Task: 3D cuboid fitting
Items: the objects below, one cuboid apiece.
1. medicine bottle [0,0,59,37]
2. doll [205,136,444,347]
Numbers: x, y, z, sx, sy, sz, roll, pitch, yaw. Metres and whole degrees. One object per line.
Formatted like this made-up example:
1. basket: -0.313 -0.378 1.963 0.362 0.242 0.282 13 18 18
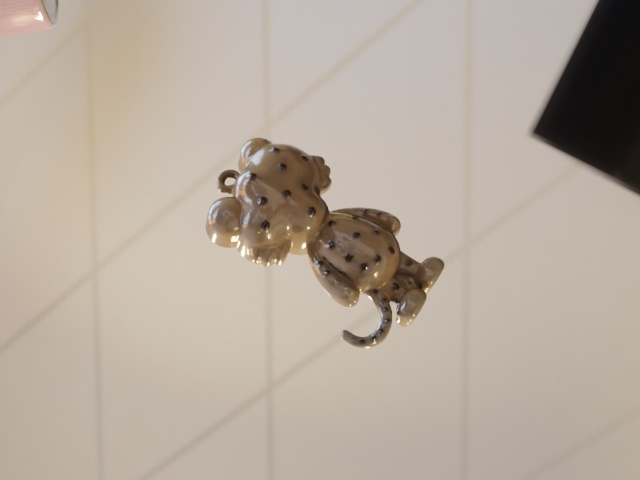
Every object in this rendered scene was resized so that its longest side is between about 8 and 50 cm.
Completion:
1. medicine bottle: -0.418 -0.281 1.383 0.301 0.241 0.241 -7 -157 -1
2. doll: 0.002 -0.001 1.641 0.278 0.154 0.119 38 158 7
